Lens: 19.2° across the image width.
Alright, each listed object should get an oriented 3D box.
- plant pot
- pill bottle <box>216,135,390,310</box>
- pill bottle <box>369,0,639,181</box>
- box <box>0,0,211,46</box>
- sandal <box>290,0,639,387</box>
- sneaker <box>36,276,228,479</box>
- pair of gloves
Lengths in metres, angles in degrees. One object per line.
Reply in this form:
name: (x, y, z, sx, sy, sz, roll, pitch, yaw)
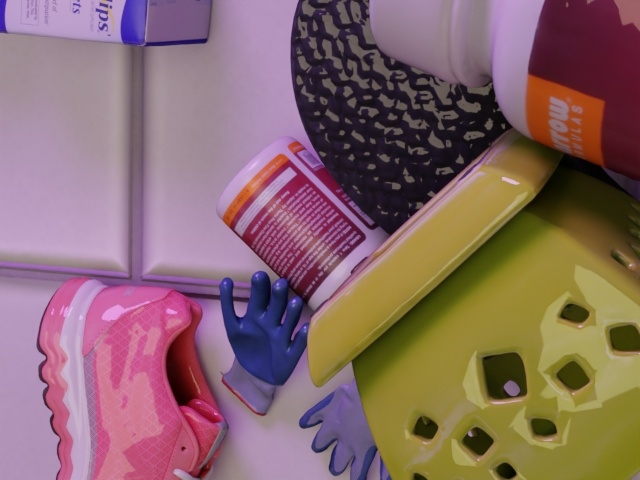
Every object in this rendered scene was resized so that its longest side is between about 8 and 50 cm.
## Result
plant pot: (0.131, 0.059, 1.251, 0.207, 0.227, 0.228, 47, 110, 0)
pill bottle: (0.000, 0.000, 1.440, 0.152, 0.086, 0.086, 45, 109, 8)
pill bottle: (0.244, -0.135, 1.156, 0.392, 0.224, 0.224, 23, 105, 19)
box: (-0.169, -0.190, 1.447, 0.137, 0.126, 0.072, 7, 99, 18)
sandal: (0.144, -0.033, 1.389, 0.167, 0.107, 0.446, -41, 97, 19)
sneaker: (-0.138, 0.184, 1.502, 0.136, 0.116, 0.313, -4, 97, 18)
pair of gloves: (-0.008, 0.108, 1.455, 0.198, 0.023, 0.159, 41, 143, 15)
